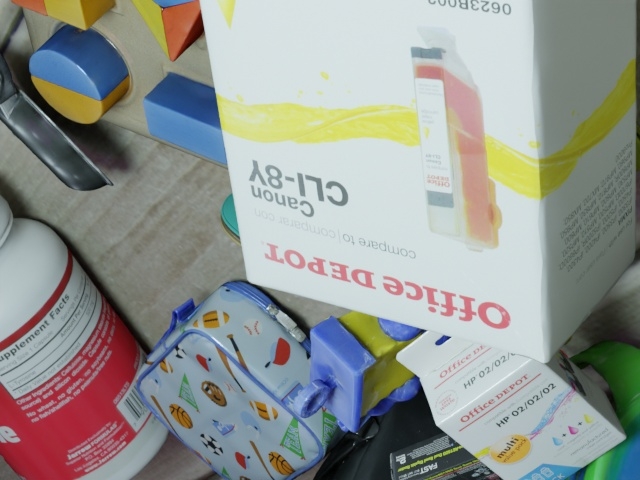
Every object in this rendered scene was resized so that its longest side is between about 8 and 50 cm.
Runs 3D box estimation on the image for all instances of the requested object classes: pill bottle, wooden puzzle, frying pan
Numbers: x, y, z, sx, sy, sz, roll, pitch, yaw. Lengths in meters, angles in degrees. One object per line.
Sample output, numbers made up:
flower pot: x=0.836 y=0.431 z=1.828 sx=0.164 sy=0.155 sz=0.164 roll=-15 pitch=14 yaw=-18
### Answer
pill bottle: x=-0.374 y=0.123 z=1.961 sx=0.229 sy=0.229 sz=0.407 roll=4 pitch=136 yaw=44
wooden puzzle: x=-0.174 y=-0.188 z=1.468 sx=0.322 sy=0.080 sz=0.348 roll=22 pitch=147 yaw=24
frying pan: x=-0.292 y=-0.122 z=1.597 sx=0.197 sy=0.053 sz=0.326 roll=45 pitch=176 yaw=-3

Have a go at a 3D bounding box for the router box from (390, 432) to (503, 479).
router box: x=0.140 y=0.208 z=1.456 sx=0.122 sy=0.038 sz=0.092 roll=-26 pitch=143 yaw=28

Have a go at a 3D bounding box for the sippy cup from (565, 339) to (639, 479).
sippy cup: x=0.318 y=0.257 z=1.449 sx=0.240 sy=0.305 sz=0.224 roll=11 pitch=164 yaw=-11

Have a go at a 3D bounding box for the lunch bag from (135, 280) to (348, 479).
lunch bag: x=-0.091 y=0.172 z=1.851 sx=0.243 sy=0.115 sz=0.303 roll=44 pitch=149 yaw=-2

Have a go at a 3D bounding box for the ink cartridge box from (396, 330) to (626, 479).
ink cartridge box: x=0.159 y=0.131 z=1.308 sx=0.104 sy=0.061 sz=0.181 roll=-38 pitch=126 yaw=16

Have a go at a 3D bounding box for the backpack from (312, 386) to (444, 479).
backpack: x=0.075 y=0.330 z=1.745 sx=0.273 sy=0.290 sz=0.355 roll=28 pitch=158 yaw=-11

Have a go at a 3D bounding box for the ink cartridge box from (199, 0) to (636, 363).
ink cartridge box: x=0.071 y=-0.132 z=1.124 sx=0.279 sy=0.160 sz=0.384 roll=15 pitch=128 yaw=32

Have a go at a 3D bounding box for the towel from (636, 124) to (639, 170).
towel: x=0.168 y=-0.085 z=1.318 sx=0.237 sy=0.021 sz=0.102 roll=-8 pitch=134 yaw=50

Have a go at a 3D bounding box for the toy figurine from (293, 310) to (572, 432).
toy figurine: x=0.078 y=0.099 z=1.390 sx=0.191 sy=0.217 sz=0.362 roll=52 pitch=158 yaw=27

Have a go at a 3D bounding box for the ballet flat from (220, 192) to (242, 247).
ballet flat: x=0.000 y=0.000 z=1.556 sx=0.232 sy=0.080 sz=0.073 roll=13 pitch=157 yaw=38
